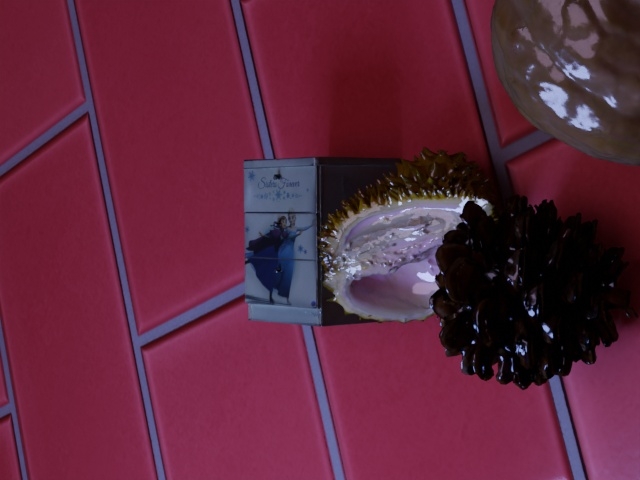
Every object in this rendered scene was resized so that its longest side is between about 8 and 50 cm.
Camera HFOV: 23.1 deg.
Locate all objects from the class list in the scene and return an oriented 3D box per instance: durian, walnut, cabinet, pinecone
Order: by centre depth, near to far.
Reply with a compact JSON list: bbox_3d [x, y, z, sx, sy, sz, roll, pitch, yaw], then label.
[{"bbox_3d":[0.312,-0.221,1.529,0.296,0.285,0.285,-49,50,2],"label":"walnut"},{"bbox_3d":[0.230,0.052,1.680,0.221,0.221,0.221,0,91,49],"label":"pinecone"},{"bbox_3d":[0.107,-0.008,1.857,0.249,0.183,0.138,-32,47,20],"label":"durian"},{"bbox_3d":[0.000,0.000,1.981,0.145,0.150,0.206,1,92,49],"label":"cabinet"}]
